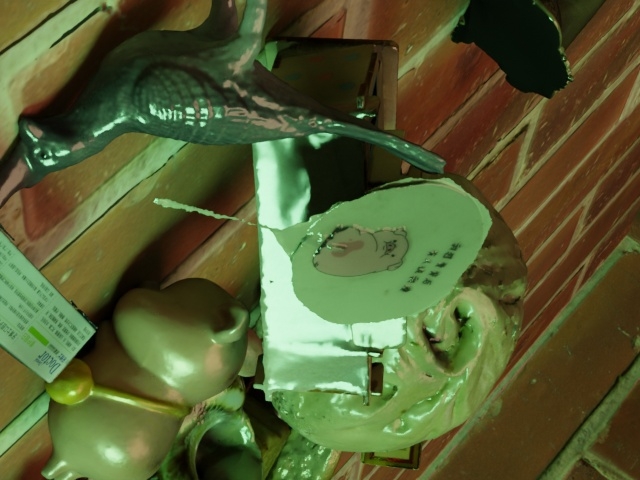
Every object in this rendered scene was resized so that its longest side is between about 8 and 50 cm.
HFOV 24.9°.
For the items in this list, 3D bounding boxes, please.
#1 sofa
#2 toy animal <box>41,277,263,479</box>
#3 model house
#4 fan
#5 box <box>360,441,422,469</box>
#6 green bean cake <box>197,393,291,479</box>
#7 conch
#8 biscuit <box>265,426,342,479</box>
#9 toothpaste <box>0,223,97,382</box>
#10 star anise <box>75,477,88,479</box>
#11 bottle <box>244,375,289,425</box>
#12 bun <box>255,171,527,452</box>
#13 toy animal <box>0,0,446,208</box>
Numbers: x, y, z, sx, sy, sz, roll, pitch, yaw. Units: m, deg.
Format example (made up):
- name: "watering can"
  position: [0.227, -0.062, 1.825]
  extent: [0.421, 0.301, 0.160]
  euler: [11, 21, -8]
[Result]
- name: "sofa"
  position: [0.271, -0.303, 1.659]
  extent: [0.200, 0.182, 0.258]
  euler: [-51, 162, -12]
- name: "toy animal"
  position: [-0.176, 0.139, 1.406]
  extent: [0.248, 0.149, 0.165]
  euler: [-42, 175, -7]
- name: "model house"
  position: [0.020, -0.040, 1.380]
  extent: [0.244, 0.169, 0.326]
  euler: [-86, 175, -59]
- name: "fan"
  position: [0.000, 0.001, 1.200]
  extent: [0.310, 0.010, 0.182]
  euler: [12, 128, -30]
- name: "box"
  position: [0.111, 0.147, 1.979]
  extent: [0.193, 0.084, 0.301]
  euler: [-8, 103, -86]
- name: "green bean cake"
  position: [-0.165, 0.309, 1.776]
  extent: [0.236, 0.124, 0.233]
  euler: [-61, 162, 23]
- name: "conch"
  position: [-0.142, 0.208, 1.594]
  extent: [0.187, 0.124, 0.181]
  euler: [43, 57, -31]
- name: "biscuit"
  position: [-0.012, 0.256, 2.002]
  extent: [0.213, 0.091, 0.274]
  euler: [-90, -158, -70]
- name: "toothpaste"
  position: [-0.254, 0.022, 1.067]
  extent: [0.067, 0.081, 0.336]
  euler: [-50, 162, -11]
- name: "star anise"
  position: [-0.252, 0.331, 1.481]
  extent: [0.148, 0.237, 0.346]
  euler: [45, 48, -72]
- name: "bottle"
  position: [-0.063, 0.201, 1.910]
  extent: [0.286, 0.082, 0.082]
  euler: [-61, 162, 21]
- name: "bun"
  position: [0.100, 0.099, 1.734]
  extent: [0.362, 0.234, 0.326]
  euler: [-50, 126, -7]
- name: "toy animal"
  position: [-0.074, -0.135, 1.116]
  extent: [0.367, 0.081, 0.205]
  euler: [-5, 113, -17]
